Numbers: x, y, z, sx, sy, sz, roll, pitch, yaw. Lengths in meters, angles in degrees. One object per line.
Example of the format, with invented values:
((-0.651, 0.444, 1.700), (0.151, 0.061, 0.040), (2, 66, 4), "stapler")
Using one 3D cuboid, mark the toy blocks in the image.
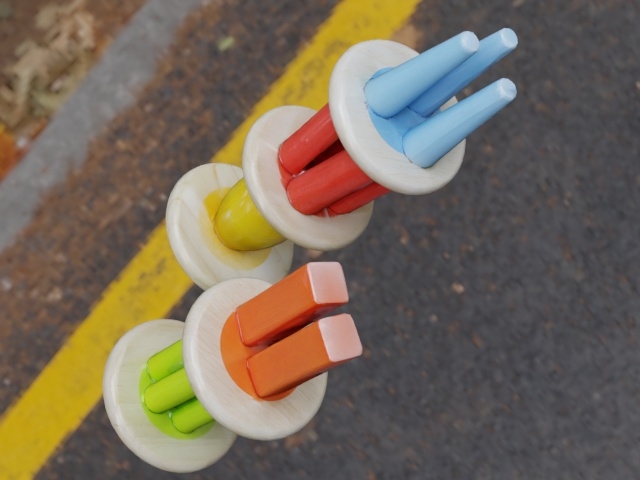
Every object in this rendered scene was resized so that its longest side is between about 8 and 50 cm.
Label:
((0.000, 0.000, 0.494), (0.148, 0.054, 0.123), (-32, 34, 48), "toy blocks")
